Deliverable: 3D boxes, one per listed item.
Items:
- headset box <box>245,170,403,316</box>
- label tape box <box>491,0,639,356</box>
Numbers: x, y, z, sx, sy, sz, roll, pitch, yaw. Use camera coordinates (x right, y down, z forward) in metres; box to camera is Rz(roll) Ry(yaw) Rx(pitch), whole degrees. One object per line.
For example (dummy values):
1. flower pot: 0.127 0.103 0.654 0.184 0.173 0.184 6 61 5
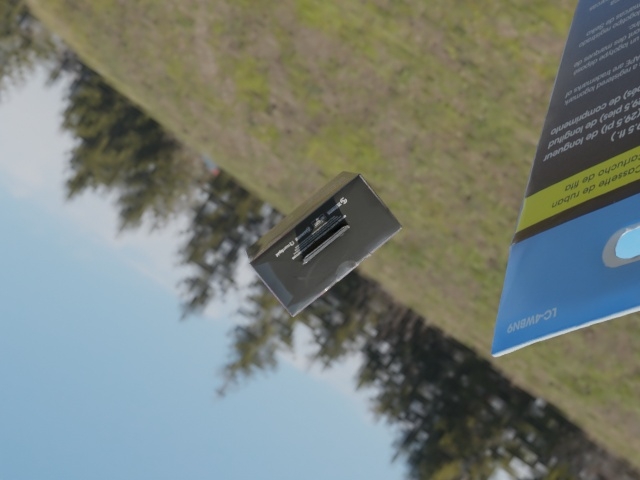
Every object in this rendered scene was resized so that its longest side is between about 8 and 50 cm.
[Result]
1. headset box: 0.000 0.000 0.627 0.032 0.062 0.083 51 180 -5
2. label tape box: 0.248 -0.083 0.774 0.115 0.347 0.249 35 144 -24
